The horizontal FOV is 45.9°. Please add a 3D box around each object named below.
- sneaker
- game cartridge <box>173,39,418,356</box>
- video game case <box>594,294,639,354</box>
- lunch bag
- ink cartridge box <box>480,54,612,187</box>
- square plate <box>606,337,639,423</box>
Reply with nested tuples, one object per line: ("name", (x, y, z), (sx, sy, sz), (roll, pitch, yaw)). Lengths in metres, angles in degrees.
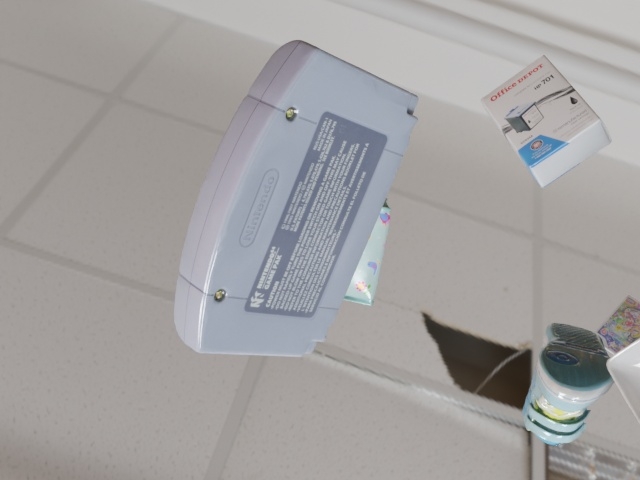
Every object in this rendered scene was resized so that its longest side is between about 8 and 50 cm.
("sneaker", (0.410, 0.275, 1.275), (0.127, 0.208, 0.319), (15, -167, 19))
("game cartridge", (-0.025, -0.029, 0.729), (0.198, 0.297, 0.062), (14, -167, -43))
("video game case", (0.625, 0.179, 1.542), (0.122, 0.011, 0.087), (-46, -132, -5))
("lunch bag", (0.000, 0.000, 1.584), (0.262, 0.223, 0.160), (10, -165, -4))
("ink cartridge box", (0.390, -0.210, 1.323), (0.082, 0.139, 0.191), (38, -158, -49))
("square plate", (0.590, 0.220, 0.967), (0.049, 0.344, 0.347), (7, -131, -39))
